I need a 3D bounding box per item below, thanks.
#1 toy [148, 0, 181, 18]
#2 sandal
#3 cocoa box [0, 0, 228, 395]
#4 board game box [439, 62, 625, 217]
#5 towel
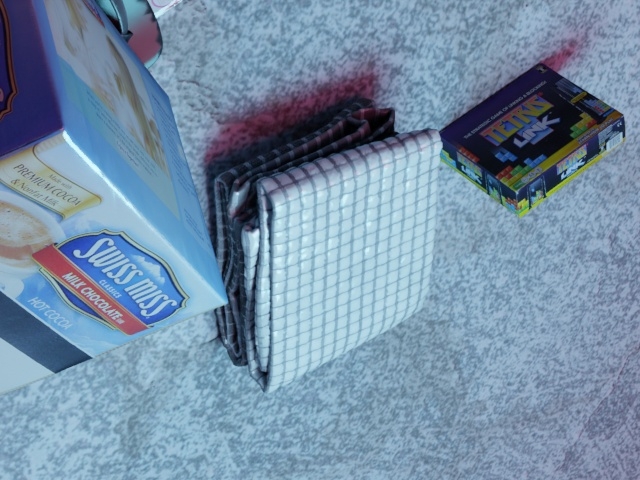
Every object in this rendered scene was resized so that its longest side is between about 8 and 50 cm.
[{"bbox_3d":[-0.207,-0.231,1.360,0.237,0.056,0.137,-40,143,-5],"label":"toy"},{"bbox_3d":[-0.218,-0.210,1.283,0.097,0.054,0.254,-44,137,1],"label":"sandal"},{"bbox_3d":[-0.250,-0.062,1.209,0.228,0.231,0.347,-22,153,7],"label":"cocoa box"},{"bbox_3d":[0.246,-0.120,1.802,0.170,0.141,0.048,-35,140,-18],"label":"board game box"},{"bbox_3d":[0.000,0.000,1.687,0.235,0.121,0.283,-24,135,-26],"label":"towel"}]
